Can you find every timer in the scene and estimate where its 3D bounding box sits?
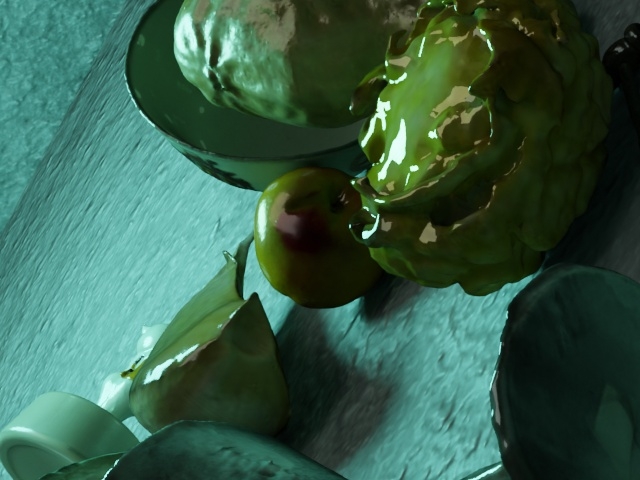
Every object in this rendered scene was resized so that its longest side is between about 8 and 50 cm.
[{"bbox_3d":[-0.234,0.186,1.867,0.175,0.175,0.266,-31,20,54],"label":"timer"}]

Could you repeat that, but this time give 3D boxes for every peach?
[{"bbox_3d":[0.000,0.000,1.521,0.138,0.138,0.138,-49,24,30],"label":"peach"}]

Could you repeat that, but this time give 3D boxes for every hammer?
[{"bbox_3d":[0.248,-0.065,1.186,0.058,0.029,0.292,-51,25,32],"label":"hammer"}]

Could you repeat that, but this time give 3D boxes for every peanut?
[{"bbox_3d":[0.042,-0.189,1.451,0.387,0.169,0.192,0,27,23],"label":"peanut"}]

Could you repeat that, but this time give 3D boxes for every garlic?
[{"bbox_3d":[-0.090,0.108,1.608,0.196,0.151,0.338,-61,7,11],"label":"garlic"}]

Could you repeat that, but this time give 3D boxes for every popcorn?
[{"bbox_3d":[0.123,-0.084,1.254,0.250,0.190,0.250,-59,14,24],"label":"popcorn"}]

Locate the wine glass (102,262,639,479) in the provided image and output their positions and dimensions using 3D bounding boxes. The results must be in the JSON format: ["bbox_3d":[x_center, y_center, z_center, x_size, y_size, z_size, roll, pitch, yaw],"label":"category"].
[{"bbox_3d":[0.054,0.178,1.020,0.406,0.267,0.267,-34,34,44],"label":"wine glass"}]

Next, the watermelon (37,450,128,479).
[{"bbox_3d":[-0.169,0.307,1.467,0.293,0.283,0.250,-4,72,36],"label":"watermelon"}]

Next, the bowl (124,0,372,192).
[{"bbox_3d":[-0.028,-0.150,1.676,0.157,0.337,0.337,82,-167,-47],"label":"bowl"}]
